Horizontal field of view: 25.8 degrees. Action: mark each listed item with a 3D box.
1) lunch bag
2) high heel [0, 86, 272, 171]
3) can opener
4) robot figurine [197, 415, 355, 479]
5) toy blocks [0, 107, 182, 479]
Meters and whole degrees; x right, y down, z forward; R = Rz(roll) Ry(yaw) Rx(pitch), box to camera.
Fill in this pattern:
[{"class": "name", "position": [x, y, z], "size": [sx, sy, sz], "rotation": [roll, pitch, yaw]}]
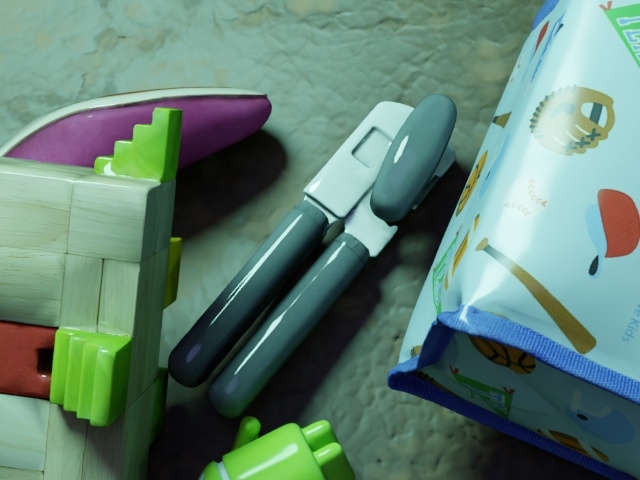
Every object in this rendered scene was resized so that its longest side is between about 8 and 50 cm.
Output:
[{"class": "lunch bag", "position": [0.291, 0.013, 0.922], "size": [0.385, 0.239, 0.327], "rotation": [25, 73, -2]}, {"class": "high heel", "position": [-0.209, -0.007, 1.072], "size": [0.377, 0.127, 0.181], "rotation": [-13, 97, -3]}, {"class": "can opener", "position": [0.000, 0.000, 1.022], "size": [0.076, 0.095, 0.283], "rotation": [38, 71, 8]}, {"class": "robot figurine", "position": [-0.036, 0.172, 0.979], "size": [0.115, 0.067, 0.101], "rotation": [-26, 41, -3]}, {"class": "toy blocks", "position": [-0.247, 0.087, 0.947], "size": [0.261, 0.191, 0.381], "rotation": [7, 97, 4]}]
